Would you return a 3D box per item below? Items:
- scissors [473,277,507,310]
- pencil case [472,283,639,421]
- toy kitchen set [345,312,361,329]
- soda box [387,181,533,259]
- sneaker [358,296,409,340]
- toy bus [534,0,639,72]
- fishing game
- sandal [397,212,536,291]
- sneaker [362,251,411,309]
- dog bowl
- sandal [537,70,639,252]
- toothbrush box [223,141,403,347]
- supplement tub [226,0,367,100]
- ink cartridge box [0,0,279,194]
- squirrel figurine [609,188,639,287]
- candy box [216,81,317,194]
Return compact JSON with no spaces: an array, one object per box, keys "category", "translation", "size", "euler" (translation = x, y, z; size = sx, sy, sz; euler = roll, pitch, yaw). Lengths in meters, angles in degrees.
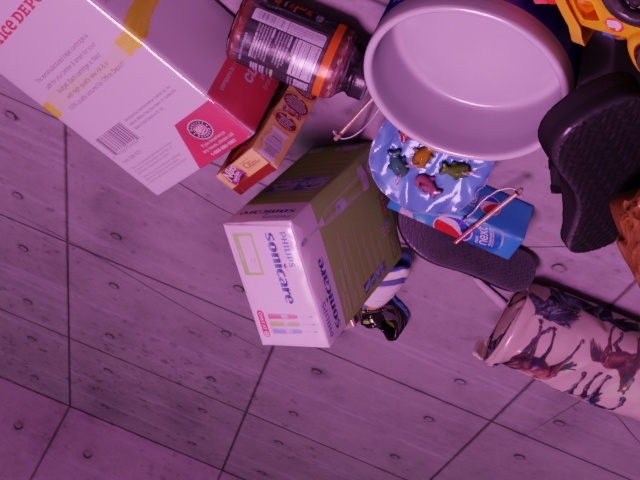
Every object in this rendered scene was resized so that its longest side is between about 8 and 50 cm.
[{"category":"scissors","translation":[0.369,0.160,1.790],"size":[0.297,0.021,0.109],"euler":[30,148,-13]},{"category":"pencil case","translation":[0.476,0.211,1.666],"size":[0.410,0.160,0.183],"euler":[23,122,-1]},{"category":"toy kitchen set","translation":[-0.017,0.083,1.880],"size":[0.122,0.166,0.207],"euler":[-14,95,43]},{"category":"soda box","translation":[0.216,-0.052,1.530],"size":[0.210,0.071,0.067],"euler":[23,147,-1]},{"category":"sneaker","translation":[0.097,0.121,1.847],"size":[0.067,0.078,0.188],"euler":[-15,132,43]},{"category":"toy bus","translation":[0.325,-0.277,1.090],"size":[0.211,0.149,0.220],"euler":[10,150,43]},{"category":"fishing game","translation":[0.162,-0.116,1.435],"size":[0.264,0.041,0.189],"euler":[43,117,-12]},{"category":"sandal","translation":[0.228,0.012,1.607],"size":[0.254,0.097,0.054],"euler":[31,173,-11]},{"category":"sneaker","translation":[0.024,-0.004,1.714],"size":[0.296,0.112,0.131],"euler":[31,129,-15]},{"category":"dog bowl","translation":[0.196,-0.227,1.260],"size":[0.265,0.104,0.265],"euler":[16,147,11]},{"category":"sandal","translation":[0.366,-0.109,1.287],"size":[0.167,0.107,0.446],"euler":[-28,153,6]},{"category":"toothbrush box","translation":[0.000,0.000,1.492],"size":[0.122,0.283,0.206],"euler":[-2,117,30]},{"category":"supplement tub","translation":[-0.022,-0.260,1.346],"size":[0.198,0.106,0.106],"euler":[23,147,-1]},{"category":"ink cartridge box","translation":[-0.288,-0.275,1.433],"size":[0.385,0.160,0.279],"euler":[39,144,-23]},{"category":"squirrel figurine","translation":[0.530,-0.042,1.094],"size":[0.370,0.281,0.397],"euler":[-31,151,20]},{"category":"candy box","translation":[-0.070,-0.163,1.437],"size":[0.053,0.186,0.109],"euler":[37,146,-18]}]
